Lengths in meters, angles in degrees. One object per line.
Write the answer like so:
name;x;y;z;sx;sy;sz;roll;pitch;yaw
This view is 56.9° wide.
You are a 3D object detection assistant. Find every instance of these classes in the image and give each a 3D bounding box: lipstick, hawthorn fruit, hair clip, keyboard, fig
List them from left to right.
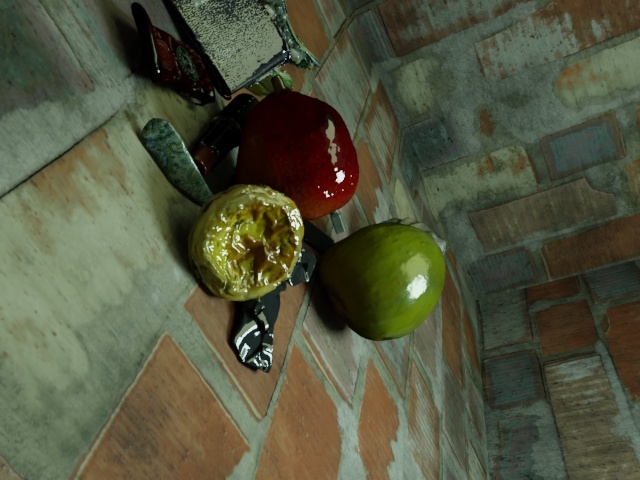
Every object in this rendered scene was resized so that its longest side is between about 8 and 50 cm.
hair clip;-0.261;-0.134;1.126;0.036;0.066;0.229;56;-3;48
lipstick;-0.208;-0.227;1.268;0.081;0.081;0.300;61;31;-26
hair clip;-0.117;-0.630;1.825;0.091;0.138;0.321;-52;138;-10
hawthorn fruit;-0.055;-0.192;1.241;0.265;0.265;0.307;-51;132;-65
keyboard;-0.002;0.001;1.709;0.196;0.015;0.074;36;38;-57
lipstick;0.048;-0.087;1.875;0.129;0.030;0.030;71;21;-3
fig;0.179;0.098;1.612;0.343;0.343;0.343;50;30;-44

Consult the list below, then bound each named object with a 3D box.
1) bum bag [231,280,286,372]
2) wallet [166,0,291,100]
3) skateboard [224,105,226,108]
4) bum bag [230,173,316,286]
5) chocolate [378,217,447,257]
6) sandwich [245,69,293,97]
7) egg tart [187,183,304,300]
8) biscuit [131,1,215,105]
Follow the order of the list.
bum bag;-0.122;0.145;1.233;0.123;0.060;0.248;52;30;-43
wallet;-0.212;-0.490;1.387;0.221;0.071;0.262;-41;111;-29
skateboard;-0.203;-0.278;1.418;0.064;0.032;0.083;55;22;-60
bum bag;-0.113;-0.022;1.364;0.310;0.074;0.137;52;30;-15
chocolate;0.250;0.040;1.989;0.213;0.303;0.303;43;27;-9
sandwich;-0.158;-0.471;1.570;0.184;0.109;0.160;32;47;-59
egg tart;-0.147;0.000;1.137;0.106;0.241;0.241;33;-18;52
biscuit;-0.300;-0.364;1.194;0.235;0.063;0.151;4;70;-70
